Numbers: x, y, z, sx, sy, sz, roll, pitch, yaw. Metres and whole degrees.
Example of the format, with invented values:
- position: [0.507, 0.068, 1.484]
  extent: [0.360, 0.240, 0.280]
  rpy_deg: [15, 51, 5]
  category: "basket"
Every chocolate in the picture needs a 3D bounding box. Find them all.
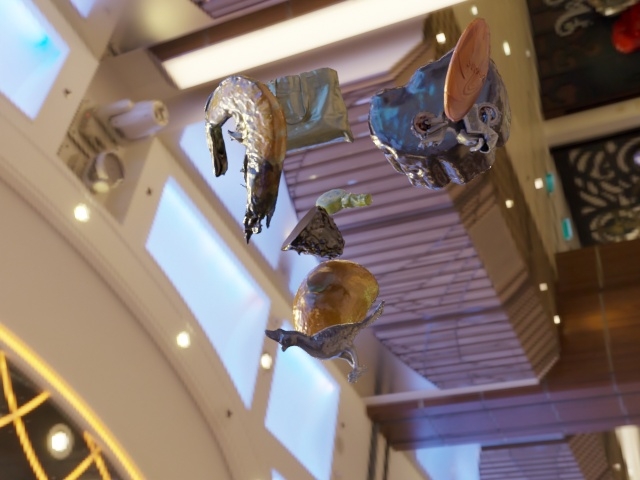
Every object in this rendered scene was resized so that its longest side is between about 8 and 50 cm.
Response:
- position: [0.000, 0.000, 2.125]
  extent: [0.133, 0.156, 0.156]
  rpy_deg: [39, -147, -8]
  category: "chocolate"

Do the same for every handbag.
- position: [-0.077, -0.368, 2.438]
  extent: [0.109, 0.316, 0.253]
  rpy_deg: [66, -167, -69]
  category: "handbag"

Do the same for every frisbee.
- position: [0.280, -0.310, 1.519]
  extent: [0.192, 0.035, 0.192]
  rpy_deg: [-44, -36, -43]
  category: "frisbee"

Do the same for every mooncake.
- position: [0.332, -0.319, 2.262]
  extent: [0.212, 0.381, 0.350]
  rpy_deg: [47, -143, -49]
  category: "mooncake"

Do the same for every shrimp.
- position: [-0.200, -0.199, 2.092]
  extent: [0.085, 0.272, 0.444]
  rpy_deg: [-28, -51, -46]
  category: "shrimp"

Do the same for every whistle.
- position: [0.075, -0.116, 2.530]
  extent: [0.104, 0.198, 0.057]
  rpy_deg: [-49, -54, -39]
  category: "whistle"

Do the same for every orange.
- position: [0.047, 0.192, 2.768]
  extent: [0.334, 0.263, 0.196]
  rpy_deg: [-53, -30, -35]
  category: "orange"

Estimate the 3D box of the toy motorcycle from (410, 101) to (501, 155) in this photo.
- position: [0.313, -0.247, 1.880]
  extent: [0.080, 0.216, 0.122]
  rpy_deg: [117, 141, -70]
  category: "toy motorcycle"

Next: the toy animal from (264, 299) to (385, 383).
- position: [0.057, 0.273, 2.157]
  extent: [0.205, 0.367, 0.081]
  rpy_deg: [61, 148, 31]
  category: "toy animal"
